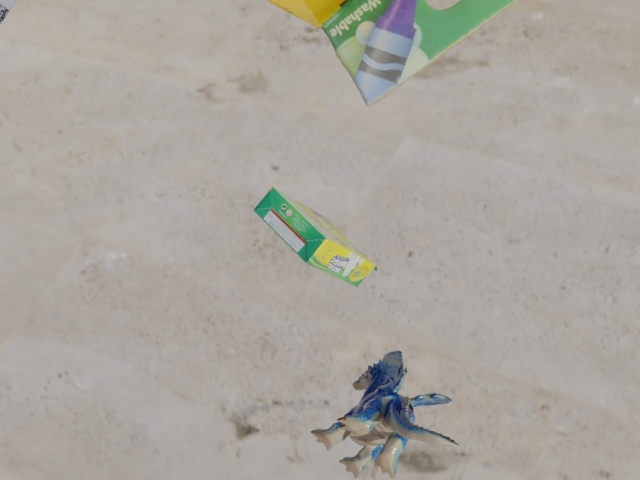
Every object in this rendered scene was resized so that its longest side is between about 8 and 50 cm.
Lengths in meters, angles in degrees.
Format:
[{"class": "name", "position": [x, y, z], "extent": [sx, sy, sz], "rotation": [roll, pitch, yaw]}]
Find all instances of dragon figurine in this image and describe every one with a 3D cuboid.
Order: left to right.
[{"class": "dragon figurine", "position": [0.081, 0.175, 1.040], "extent": [0.085, 0.289, 0.144], "rotation": [44, 64, -1]}]

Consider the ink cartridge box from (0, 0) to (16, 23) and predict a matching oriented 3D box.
[{"class": "ink cartridge box", "position": [-0.413, -0.299, 1.121], "extent": [0.029, 0.115, 0.062], "rotation": [16, 73, 53]}]

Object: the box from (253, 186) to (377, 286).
[{"class": "box", "position": [0.000, 0.000, 1.196], "extent": [0.105, 0.179, 0.043], "rotation": [44, 100, 27]}]

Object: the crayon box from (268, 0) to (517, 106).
[{"class": "crayon box", "position": [0.010, -0.258, 0.476], "extent": [0.203, 0.083, 0.322], "rotation": [-34, 77, 19]}]
